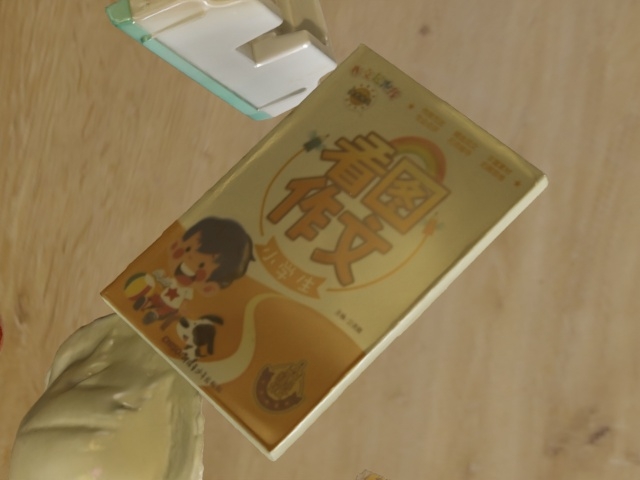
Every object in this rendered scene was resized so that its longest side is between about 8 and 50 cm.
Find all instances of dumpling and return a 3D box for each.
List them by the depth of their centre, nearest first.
[{"bbox_3d":[-0.180,0.175,1.475,0.243,0.175,0.226,-1,71,21],"label":"dumpling"}]

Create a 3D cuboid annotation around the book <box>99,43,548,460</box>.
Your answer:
[{"bbox_3d":[0.000,0.000,1.231,0.295,0.020,0.208,-45,58,-10],"label":"book"}]

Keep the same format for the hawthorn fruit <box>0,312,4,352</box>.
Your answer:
[{"bbox_3d":[-0.459,0.065,1.697,0.165,0.165,0.285,-45,127,-11],"label":"hawthorn fruit"}]

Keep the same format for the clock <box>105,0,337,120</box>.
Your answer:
[{"bbox_3d":[-0.088,-0.254,1.415,0.116,0.262,0.231,-17,69,19],"label":"clock"}]

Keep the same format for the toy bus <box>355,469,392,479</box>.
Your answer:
[{"bbox_3d":[0.092,0.392,1.742,0.138,0.342,0.097,16,50,34],"label":"toy bus"}]
